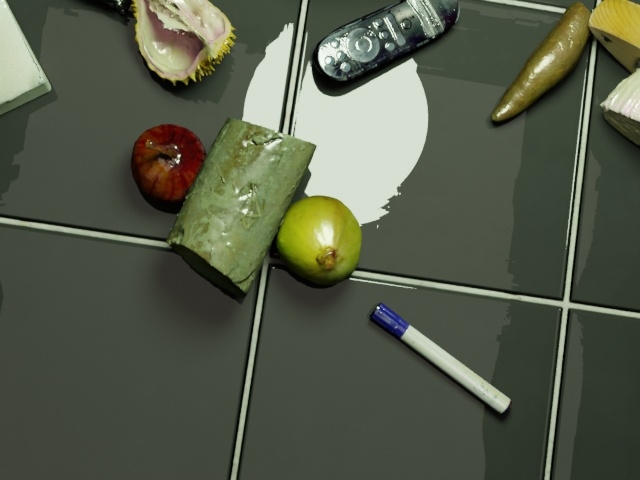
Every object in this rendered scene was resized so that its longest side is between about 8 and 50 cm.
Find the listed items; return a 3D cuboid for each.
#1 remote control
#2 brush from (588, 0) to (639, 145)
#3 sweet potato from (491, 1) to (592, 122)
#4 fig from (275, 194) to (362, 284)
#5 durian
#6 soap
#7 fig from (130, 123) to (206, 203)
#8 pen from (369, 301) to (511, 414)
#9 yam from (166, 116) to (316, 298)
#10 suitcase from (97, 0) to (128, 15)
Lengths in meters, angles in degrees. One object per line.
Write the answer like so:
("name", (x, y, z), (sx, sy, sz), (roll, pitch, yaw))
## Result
("remote control", (0.107, -0.340, 1.783), (0.266, 0.066, 0.090), (-27, 99, -11))
("brush", (0.530, -0.266, 1.753), (0.266, 0.174, 0.166), (38, 90, 7))
("sweet potato", (0.378, -0.284, 1.786), (0.077, 0.077, 0.244), (35, 85, 1))
("fig", (0.000, 0.001, 1.698), (0.136, 0.121, 0.153), (-36, 63, -3))
("durian", (-0.221, -0.341, 1.718), (0.182, 0.132, 0.165), (13, 70, 9))
("soap", (-0.528, -0.300, 1.720), (0.121, 0.064, 0.183), (-27, 86, -8))
("fig", (-0.240, -0.134, 1.693), (0.128, 0.150, 0.128), (0, 44, 0))
("pen", (0.194, 0.190, 1.728), (0.269, 0.033, 0.033), (36, 81, 1))
("yam", (-0.126, -0.059, 1.659), (0.161, 0.161, 0.268), (27, 88, -1))
("suitcase", (-0.360, -0.434, 1.755), (0.126, 0.059, 0.086), (28, 80, 2))
